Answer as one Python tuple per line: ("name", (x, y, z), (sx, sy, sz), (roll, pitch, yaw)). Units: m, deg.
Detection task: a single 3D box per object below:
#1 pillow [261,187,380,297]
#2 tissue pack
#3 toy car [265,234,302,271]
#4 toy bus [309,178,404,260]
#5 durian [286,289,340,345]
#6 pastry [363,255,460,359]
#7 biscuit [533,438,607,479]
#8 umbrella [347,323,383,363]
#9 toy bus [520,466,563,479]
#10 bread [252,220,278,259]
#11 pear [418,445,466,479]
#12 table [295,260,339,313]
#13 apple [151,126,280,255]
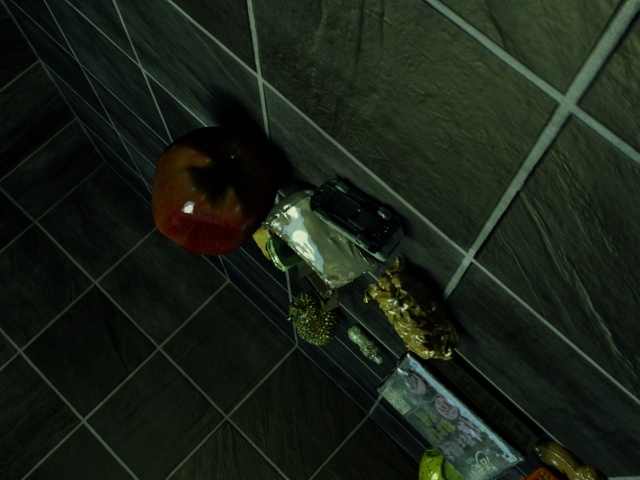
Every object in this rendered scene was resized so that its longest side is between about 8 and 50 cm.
("pillow", (0.000, 0.000, 1.605), (0.255, 0.169, 0.059), (48, -154, -11))
("tissue pack", (0.318, 0.416, 1.730), (0.361, 0.122, 0.259), (41, 146, 13))
("toy car", (-0.051, 0.007, 1.686), (0.058, 0.186, 0.093), (-29, 86, 44))
("toy bus", (0.070, -0.038, 1.359), (0.194, 0.087, 0.089), (34, 172, 33))
("durian", (-0.022, 0.239, 2.289), (0.198, 0.146, 0.159), (57, 179, -21))
("pastry", (0.188, 0.146, 1.495), (0.250, 0.102, 0.154), (51, 166, -29))
("biscuit", (0.578, 0.529, 1.598), (0.249, 0.035, 0.184), (37, 164, 31))
("umbrella", (0.141, 0.321, 2.210), (0.143, 0.062, 0.067), (47, 147, 14))
("toy bus", (0.531, 0.636, 1.739), (0.143, 0.153, 0.329), (42, 174, 23))
("bread", (-0.123, -0.008, 1.966), (0.114, 0.083, 0.211), (60, 167, -3))
("pear", (0.363, 0.589, 1.939), (0.164, 0.255, 0.238), (41, 170, 10))
("table", (-0.014, 0.091, 1.981), (0.146, 0.062, 0.175), (55, -165, -33))
("apple", (-0.238, -0.117, 1.622), (0.288, 0.288, 0.317), (47, 154, -7))
